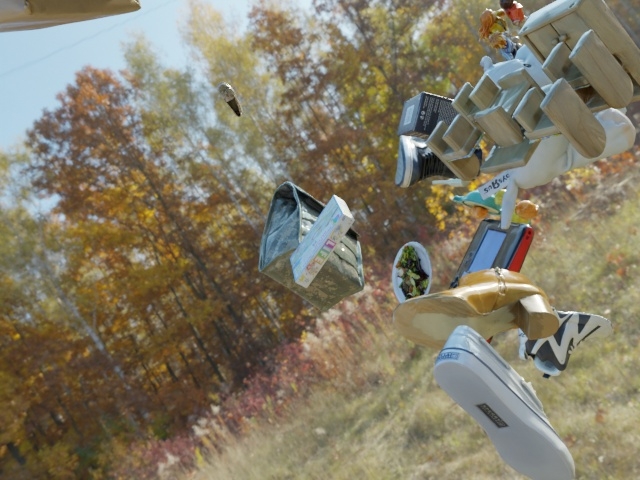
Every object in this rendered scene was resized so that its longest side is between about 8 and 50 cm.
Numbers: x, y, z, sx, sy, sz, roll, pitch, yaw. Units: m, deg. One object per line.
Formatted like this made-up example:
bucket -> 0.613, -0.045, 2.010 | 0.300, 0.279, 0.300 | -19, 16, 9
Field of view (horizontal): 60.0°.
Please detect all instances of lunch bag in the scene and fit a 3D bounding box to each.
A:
lunch bag -> -0.018, -0.004, 1.424 | 0.168, 0.235, 0.287 | -33, 37, 28

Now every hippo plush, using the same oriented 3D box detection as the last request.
hippo plush -> 0.356, -0.231, 0.949 | 0.294, 0.236, 0.234 | -33, 33, 16

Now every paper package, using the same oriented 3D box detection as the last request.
paper package -> -0.593, -0.521, 1.117 | 0.324, 0.168, 0.309 | 2, 22, 26

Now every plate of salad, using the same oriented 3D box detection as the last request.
plate of salad -> 0.263, 0.103, 1.656 | 0.048, 0.200, 0.200 | 6, -30, -27

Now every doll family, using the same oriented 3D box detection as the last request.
doll family -> 0.461, -0.483, 1.354 | 0.118, 0.263, 0.163 | -32, -35, 35

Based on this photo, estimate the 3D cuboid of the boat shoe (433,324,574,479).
boat shoe -> 0.256, 0.218, 0.736 | 0.095, 0.258, 0.084 | -24, 21, 45

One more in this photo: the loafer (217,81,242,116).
loafer -> -0.288, -0.454, 1.791 | 0.045, 0.039, 0.125 | -26, -47, 9

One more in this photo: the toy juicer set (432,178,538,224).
toy juicer set -> 0.503, -0.113, 1.698 | 0.209, 0.328, 0.090 | 36, -105, -86

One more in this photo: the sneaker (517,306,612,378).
sneaker -> 0.531, 0.230, 1.218 | 0.234, 0.153, 0.094 | 12, -7, -22

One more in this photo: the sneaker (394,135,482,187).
sneaker -> 0.222, -0.146, 1.030 | 0.226, 0.163, 0.086 | -65, -18, -66

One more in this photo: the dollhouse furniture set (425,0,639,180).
dollhouse furniture set -> 0.301, -0.169, 0.710 | 0.242, 0.161, 0.212 | -55, 19, -16

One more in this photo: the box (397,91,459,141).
box -> 0.283, -0.278, 1.314 | 0.156, 0.158, 0.093 | -134, 57, -82

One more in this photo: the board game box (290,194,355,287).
board game box -> 0.000, 0.000, 1.020 | 0.154, 0.026, 0.103 | -55, 20, 15

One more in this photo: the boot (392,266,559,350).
boot -> 0.272, 0.117, 1.036 | 0.294, 0.104, 0.211 | 1, 16, 1

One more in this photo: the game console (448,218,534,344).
game console -> 0.420, 0.106, 1.466 | 0.386, 0.060, 0.342 | -78, 8, -85
